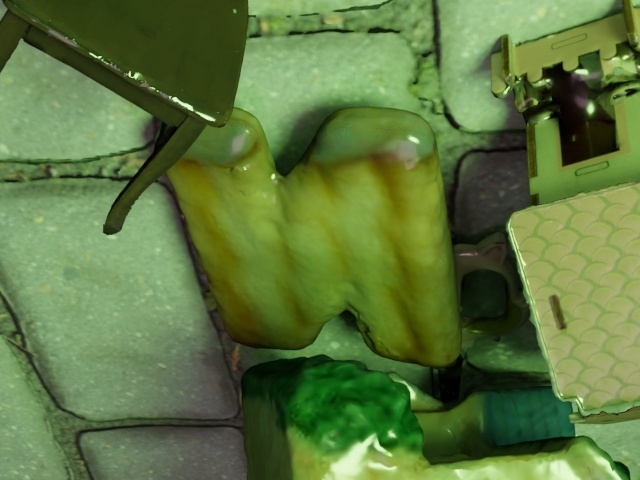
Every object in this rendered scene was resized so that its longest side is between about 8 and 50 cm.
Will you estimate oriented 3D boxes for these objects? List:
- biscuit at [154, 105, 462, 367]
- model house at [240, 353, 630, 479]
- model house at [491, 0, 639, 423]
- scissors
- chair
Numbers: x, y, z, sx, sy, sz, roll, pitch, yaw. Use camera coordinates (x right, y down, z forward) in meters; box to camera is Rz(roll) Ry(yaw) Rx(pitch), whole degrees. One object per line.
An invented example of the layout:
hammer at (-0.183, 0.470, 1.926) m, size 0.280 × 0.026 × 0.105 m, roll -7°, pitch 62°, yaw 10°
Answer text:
biscuit at (0.000, 0.000, 0.981) m, size 0.237 × 0.062 × 0.291 m, roll 3°, pitch 136°, yaw 19°
model house at (0.122, 0.253, 0.993) m, size 0.342 × 0.335 × 0.382 m, roll -3°, pitch 170°, yaw -9°
model house at (0.249, 0.017, 0.865) m, size 0.169 × 0.244 × 0.326 m, roll -11°, pitch 134°, yaw 22°
scissors at (0.126, 0.102, 1.124) m, size 0.160 × 0.024 × 0.317 m, roll 0°, pitch 138°, yaw 6°
chair at (-0.106, -0.173, 0.745) m, size 0.160 × 0.186 × 0.319 m, roll 31°, pitch 134°, yaw -18°
